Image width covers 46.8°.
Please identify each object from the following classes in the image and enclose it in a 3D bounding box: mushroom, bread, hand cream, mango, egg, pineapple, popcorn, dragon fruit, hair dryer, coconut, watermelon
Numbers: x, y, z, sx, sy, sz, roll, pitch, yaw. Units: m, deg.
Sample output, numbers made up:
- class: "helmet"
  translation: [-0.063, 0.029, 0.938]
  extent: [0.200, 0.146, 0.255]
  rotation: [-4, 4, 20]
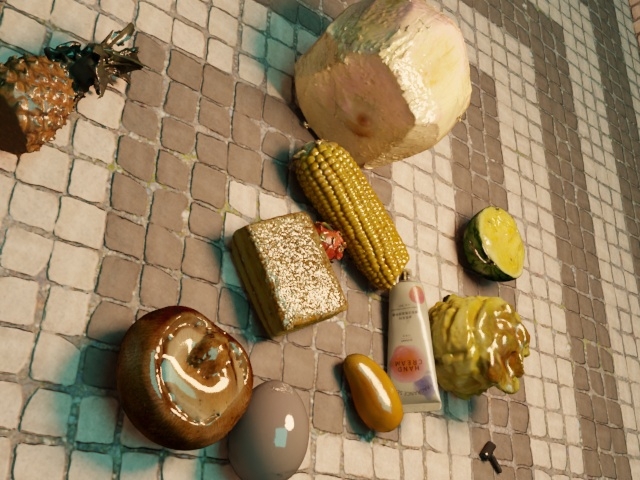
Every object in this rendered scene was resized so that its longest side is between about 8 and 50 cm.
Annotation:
- class: "mushroom"
  translation: [-0.232, 0.232, 1.257]
  extent: [0.253, 0.153, 0.253]
  rotation: [22, 56, -36]
- class: "bread"
  translation: [-0.068, 0.069, 1.517]
  extent: [0.184, 0.110, 0.234]
  rotation: [-16, 81, -42]
- class: "hand cream"
  translation: [0.203, 0.224, 1.693]
  extent: [0.078, 0.124, 0.340]
  rotation: [53, 32, -59]
- class: "mango"
  translation: [0.110, 0.324, 1.585]
  extent: [0.102, 0.085, 0.184]
  rotation: [-24, 79, -42]
- class: "egg"
  translation: [-0.092, 0.349, 1.339]
  extent: [0.146, 0.146, 0.198]
  rotation: [36, 45, -26]
- class: "pineapple"
  translation: [-0.435, -0.288, 1.295]
  extent: [0.165, 0.165, 0.364]
  rotation: [53, 46, -12]
- class: "popcorn"
  translation: [0.376, 0.250, 1.752]
  extent: [0.293, 0.237, 0.292]
  rotation: [16, 62, -33]
- class: "dragon fruit"
  translation: [-0.002, 0.001, 1.626]
  extent: [0.116, 0.081, 0.086]
  rotation: [24, 55, -5]
- class: "hair dryer"
  translation: [0.425, 0.542, 1.822]
  extent: [0.047, 0.026, 0.083]
  rotation: [-40, 107, -43]
- class: "coconut"
  translation: [0.169, -0.387, 1.745]
  extent: [0.405, 0.405, 0.404]
  rotation: [19, 60, -36]
- class: "watermelon"
  translation: [0.458, 0.022, 2.004]
  extent: [0.204, 0.127, 0.232]
  rotation: [49, 45, -15]

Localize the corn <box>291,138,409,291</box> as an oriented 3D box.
- class: "corn"
  translation: [0.078, -0.063, 1.686]
  extent: [0.387, 0.144, 0.144]
  rotation: [53, 45, -12]
